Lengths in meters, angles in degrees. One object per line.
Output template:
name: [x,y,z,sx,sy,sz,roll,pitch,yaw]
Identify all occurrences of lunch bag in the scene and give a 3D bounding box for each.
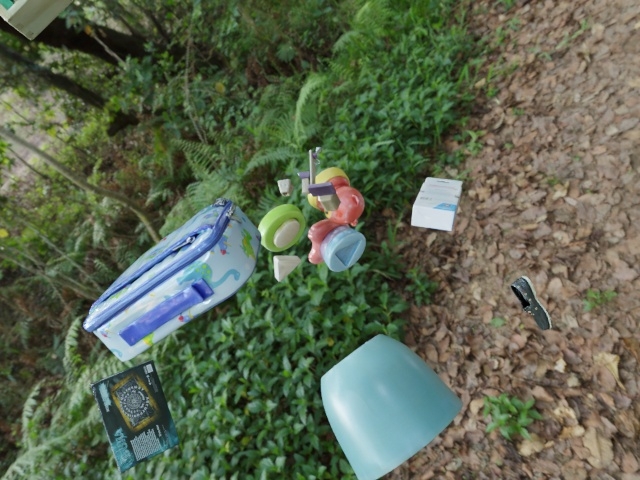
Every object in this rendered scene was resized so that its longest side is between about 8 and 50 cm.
lunch bag: [-0.182,0.046,0.591,0.219,0.090,0.176,-33,20,14]

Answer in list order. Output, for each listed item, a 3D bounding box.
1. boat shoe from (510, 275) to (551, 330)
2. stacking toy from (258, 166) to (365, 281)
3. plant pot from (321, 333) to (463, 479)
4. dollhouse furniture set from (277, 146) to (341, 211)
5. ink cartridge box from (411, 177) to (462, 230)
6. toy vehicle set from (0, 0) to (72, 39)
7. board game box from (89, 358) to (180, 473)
boat shoe: [0.475,0.147,1.045,0.042,0.133,0.049,-29,1,-9]
stacking toy: [0.000,0.000,1.206,0.279,0.309,0.130,-32,51,-17]
plant pot: [0.141,0.365,1.078,0.293,0.293,0.235,-40,73,13]
dollhouse furniture set: [-0.013,-0.103,0.797,0.090,0.114,0.081,-6,70,13]
ink cartridge box: [0.312,-0.100,1.218,0.104,0.060,0.180,10,34,20]
toy vehicle set: [-0.328,-0.350,0.467,0.166,0.267,0.035,-47,-8,-2]
board game box: [-0.380,0.357,0.951,0.126,0.186,0.026,-18,-3,-30]
